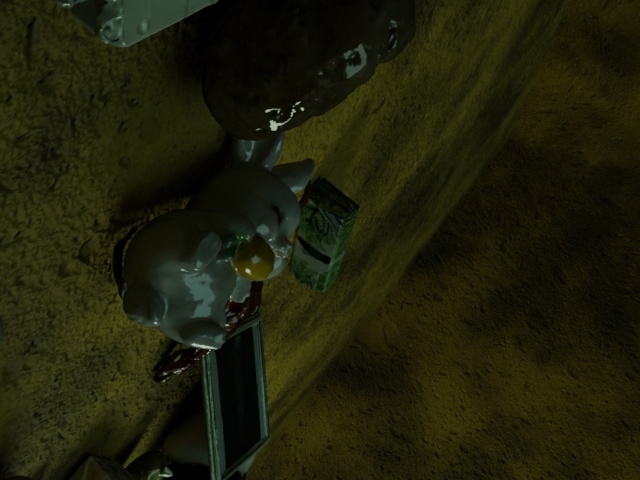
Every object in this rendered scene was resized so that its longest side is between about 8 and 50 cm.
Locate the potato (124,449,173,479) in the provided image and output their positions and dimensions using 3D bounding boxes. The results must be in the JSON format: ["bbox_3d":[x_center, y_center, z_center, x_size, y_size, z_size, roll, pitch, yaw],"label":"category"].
[{"bbox_3d":[-0.368,0.480,1.279,0.225,0.090,0.117,-46,-157,-10],"label":"potato"}]

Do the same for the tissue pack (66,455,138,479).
[{"bbox_3d":[-0.400,0.461,1.152,0.196,0.092,0.148,-49,164,-15],"label":"tissue pack"}]

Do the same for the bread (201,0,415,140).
[{"bbox_3d":[-0.019,-0.199,0.678,0.230,0.123,0.230,-32,-161,12],"label":"bread"}]

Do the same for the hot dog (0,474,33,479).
[{"bbox_3d":[-0.406,0.481,0.797,0.367,0.196,0.365,-55,-157,16],"label":"hot dog"}]

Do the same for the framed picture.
[{"bbox_3d":[-0.162,0.309,1.380,0.231,0.018,0.293,-23,111,-64],"label":"framed picture"}]

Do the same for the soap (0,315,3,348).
[{"bbox_3d":[-0.380,0.149,0.368,0.293,0.156,0.335,-61,164,15],"label":"soap"}]

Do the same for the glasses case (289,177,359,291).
[{"bbox_3d":[0.000,0.000,1.357,0.062,0.095,0.272,-41,161,-29],"label":"glasses case"}]

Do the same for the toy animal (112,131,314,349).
[{"bbox_3d":[-0.117,-0.018,0.849,0.208,0.154,0.325,60,44,-52],"label":"toy animal"}]

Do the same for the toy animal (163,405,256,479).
[{"bbox_3d":[-0.247,0.482,1.470,0.212,0.213,0.266,97,1,-63],"label":"toy animal"}]

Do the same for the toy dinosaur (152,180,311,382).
[{"bbox_3d":[-0.130,0.073,1.111,0.432,0.097,0.208,-50,179,-3],"label":"toy dinosaur"}]

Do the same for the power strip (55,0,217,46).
[{"bbox_3d":[-0.085,-0.254,0.569,0.338,0.058,0.098,-44,163,-37],"label":"power strip"}]
